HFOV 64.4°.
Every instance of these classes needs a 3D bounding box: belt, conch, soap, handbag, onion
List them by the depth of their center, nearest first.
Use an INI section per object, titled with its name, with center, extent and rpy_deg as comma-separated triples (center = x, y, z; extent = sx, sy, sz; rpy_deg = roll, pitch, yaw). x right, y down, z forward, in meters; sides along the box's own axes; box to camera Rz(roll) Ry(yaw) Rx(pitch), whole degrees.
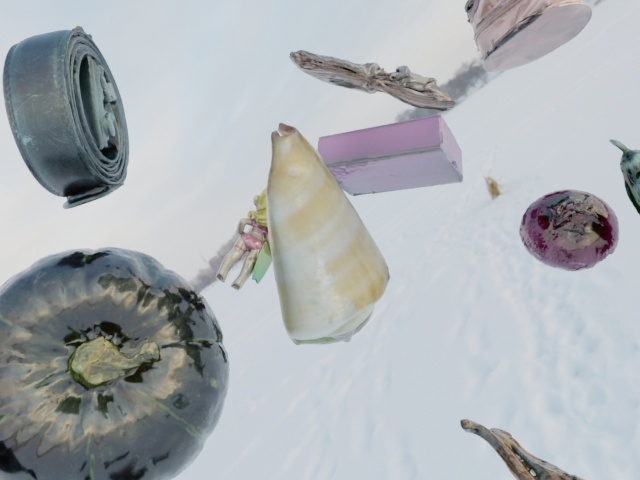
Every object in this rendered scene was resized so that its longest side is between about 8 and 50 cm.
[conch]
center = 0.012, 0.001, 0.562
extent = 0.127, 0.255, 0.158
rpy_deg = -1, 27, 13
[onion]
center = 0.313, -0.017, 0.639
extent = 0.115, 0.115, 0.104
rpy_deg = -37, -27, -12
[belt]
center = -0.366, -0.173, 0.747
extent = 0.116, 0.268, 0.206
rpy_deg = -11, -19, 0
[handbag]
center = 0.363, -0.404, 0.902
extent = 0.179, 0.117, 0.205
rpy_deg = -9, -14, -37
[soap]
center = 0.145, -0.165, 1.031
extent = 0.259, 0.081, 0.181
rpy_deg = -6, -17, 29

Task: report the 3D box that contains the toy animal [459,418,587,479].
[toy animal]
center = 0.198, 0.203, 0.342
extent = 0.057, 0.241, 0.099
rpy_deg = -50, -7, -8

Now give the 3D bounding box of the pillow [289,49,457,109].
[pillow]
center = 0.077, -0.237, 0.743
extent = 0.135, 0.248, 0.049
rpy_deg = -60, -15, -73

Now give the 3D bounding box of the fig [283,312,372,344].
[fig]
center = 0.018, 0.138, 1.191
extent = 0.207, 0.207, 0.230
rpy_deg = -33, -7, 41

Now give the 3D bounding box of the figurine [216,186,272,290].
[figurine]
center = -0.087, -0.013, 0.758
extent = 0.188, 0.083, 0.083
rpy_deg = -57, 10, -17

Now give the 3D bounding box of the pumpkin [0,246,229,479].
[pumpkin]
center = -0.277, 0.166, 0.645
extent = 0.323, 0.323, 0.241
rpy_deg = -37, -4, -21

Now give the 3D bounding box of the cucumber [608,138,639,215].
[cucumber]
center = 0.395, -0.011, 0.553
extent = 0.055, 0.250, 0.056
rpy_deg = -25, -14, -7
